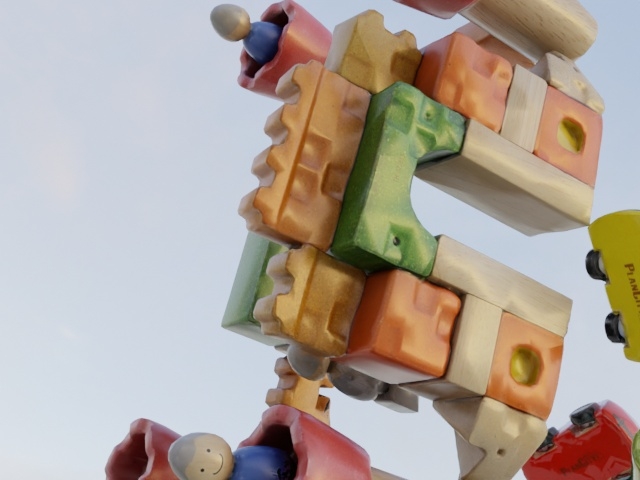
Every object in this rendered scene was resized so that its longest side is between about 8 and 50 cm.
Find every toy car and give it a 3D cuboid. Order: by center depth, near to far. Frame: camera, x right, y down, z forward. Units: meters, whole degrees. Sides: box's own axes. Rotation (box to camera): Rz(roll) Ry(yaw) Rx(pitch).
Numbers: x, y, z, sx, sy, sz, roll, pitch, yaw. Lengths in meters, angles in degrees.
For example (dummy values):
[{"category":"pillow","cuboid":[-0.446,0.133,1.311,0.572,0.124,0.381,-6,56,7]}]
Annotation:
[{"category":"toy car","cuboid":[0.248,0.112,0.612,0.225,0.053,0.239,29,-54,33]}]

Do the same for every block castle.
[{"category":"block castle","cuboid":[0.000,0.000,0.697,0.213,0.453,0.303,25,-22,-25]}]

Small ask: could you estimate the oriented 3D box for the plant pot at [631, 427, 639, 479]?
[{"category":"plant pot","cuboid":[0.196,0.132,0.521,0.083,0.083,0.079,-2,-49,27]}]
